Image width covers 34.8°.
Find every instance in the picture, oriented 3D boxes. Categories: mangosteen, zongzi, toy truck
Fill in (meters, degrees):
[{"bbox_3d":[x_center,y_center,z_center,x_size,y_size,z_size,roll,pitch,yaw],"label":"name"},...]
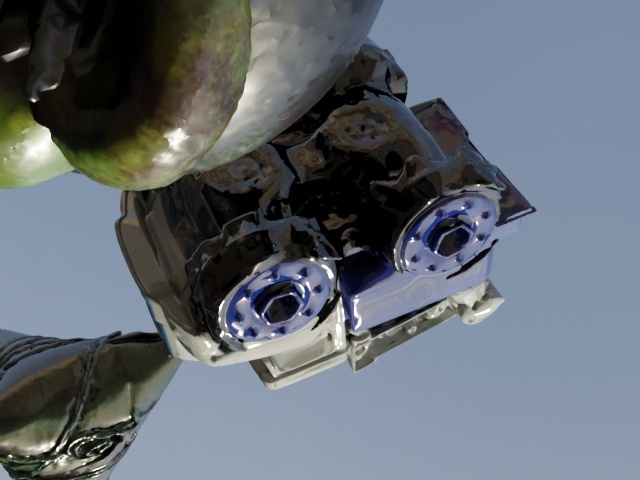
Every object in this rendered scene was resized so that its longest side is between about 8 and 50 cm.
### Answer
[{"bbox_3d":[-0.074,-0.124,0.379,0.242,0.243,0.243,5,-81,32],"label":"mangosteen"},{"bbox_3d":[-0.414,0.220,1.544,0.362,0.319,0.383,57,-35,24],"label":"zongzi"},{"bbox_3d":[0.000,0.000,0.576,0.177,0.213,0.161,83,-18,-47],"label":"toy truck"}]
